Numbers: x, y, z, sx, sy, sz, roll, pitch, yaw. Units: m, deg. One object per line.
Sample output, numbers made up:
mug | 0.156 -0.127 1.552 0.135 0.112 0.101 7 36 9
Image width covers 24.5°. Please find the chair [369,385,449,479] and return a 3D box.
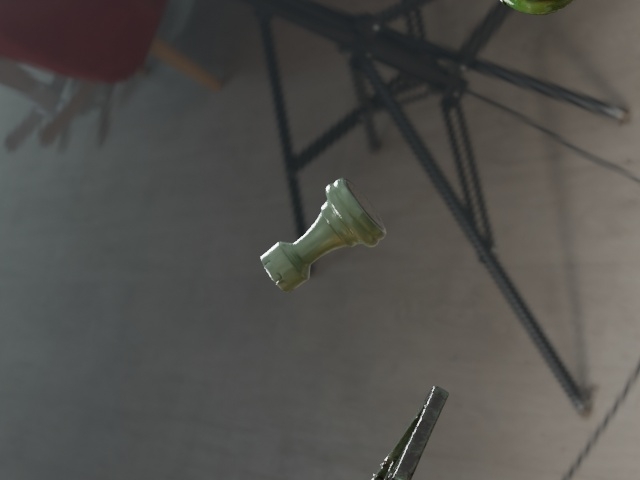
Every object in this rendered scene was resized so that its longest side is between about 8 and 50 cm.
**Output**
chair | 0.089 0.285 1.353 0.270 0.147 0.136 -57 1 39

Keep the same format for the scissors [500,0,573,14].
scissors | 0.188 -0.206 0.881 0.204 0.027 0.101 -22 67 -2

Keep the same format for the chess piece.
chess piece | 0.000 0.000 1.282 0.103 0.067 0.067 -38 38 11
